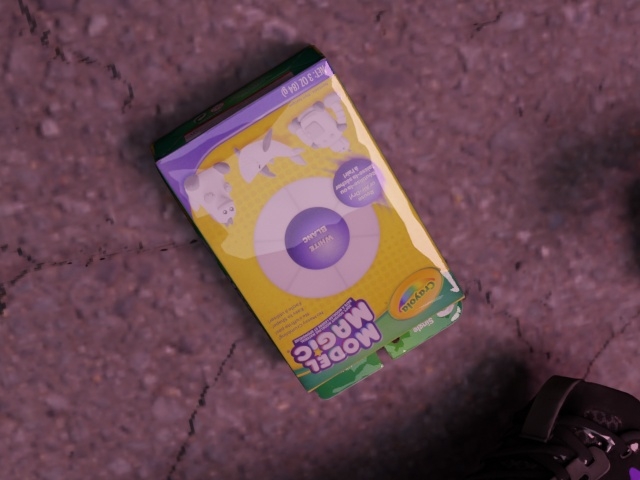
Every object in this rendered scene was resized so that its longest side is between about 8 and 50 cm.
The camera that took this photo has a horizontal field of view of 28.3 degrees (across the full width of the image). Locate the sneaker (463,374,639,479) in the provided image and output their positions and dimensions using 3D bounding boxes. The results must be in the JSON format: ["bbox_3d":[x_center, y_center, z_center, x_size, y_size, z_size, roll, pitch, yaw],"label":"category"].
[{"bbox_3d":[0.113,0.146,0.690,0.293,0.102,0.146,-3,101,-41],"label":"sneaker"}]

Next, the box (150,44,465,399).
[{"bbox_3d":[0.000,0.000,0.679,0.105,0.043,0.179,-32,113,1],"label":"box"}]
